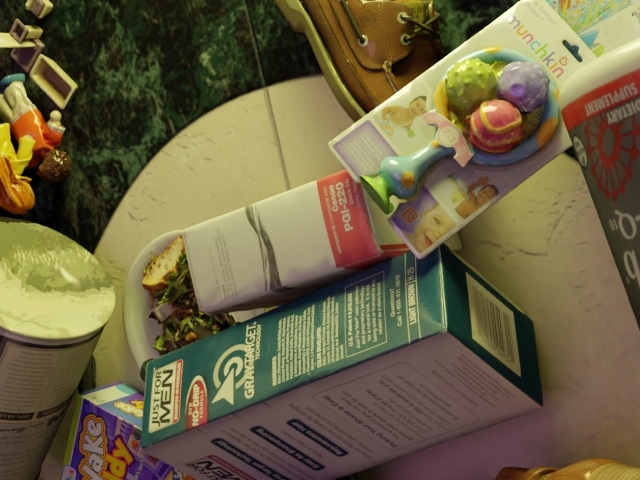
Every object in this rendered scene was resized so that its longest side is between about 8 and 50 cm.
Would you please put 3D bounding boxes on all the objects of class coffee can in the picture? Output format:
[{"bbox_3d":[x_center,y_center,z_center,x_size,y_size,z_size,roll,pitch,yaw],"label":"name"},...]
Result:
[{"bbox_3d":[-0.368,0.141,1.616,0.201,0.201,0.275,42,122,22],"label":"coffee can"}]

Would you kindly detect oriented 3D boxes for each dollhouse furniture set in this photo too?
[{"bbox_3d":[-0.324,-0.210,1.629,0.114,0.081,0.091,45,118,20],"label":"dollhouse furniture set"}]

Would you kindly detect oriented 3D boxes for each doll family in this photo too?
[{"bbox_3d":[-0.403,-0.063,1.677,0.263,0.118,0.163,-40,75,30],"label":"doll family"}]

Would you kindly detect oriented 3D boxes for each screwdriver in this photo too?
[{"bbox_3d":[-0.274,0.098,1.680,0.024,0.025,0.170,-3,86,34],"label":"screwdriver"}]

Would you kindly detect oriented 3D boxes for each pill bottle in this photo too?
[{"bbox_3d":[0.343,0.009,1.146,0.210,0.210,0.363,-23,84,33],"label":"pill bottle"}]

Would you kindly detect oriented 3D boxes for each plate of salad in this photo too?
[{"bbox_3d":[-0.145,0.088,1.572,0.200,0.048,0.200,4,98,32],"label":"plate of salad"}]

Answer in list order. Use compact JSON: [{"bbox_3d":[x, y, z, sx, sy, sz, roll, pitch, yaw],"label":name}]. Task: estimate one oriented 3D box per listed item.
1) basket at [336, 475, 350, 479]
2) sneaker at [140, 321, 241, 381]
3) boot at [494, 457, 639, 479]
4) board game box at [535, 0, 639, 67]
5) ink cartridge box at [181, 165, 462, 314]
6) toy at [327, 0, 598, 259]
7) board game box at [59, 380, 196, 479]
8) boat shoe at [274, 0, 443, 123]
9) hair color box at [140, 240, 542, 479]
[{"bbox_3d":[0.013,0.367,1.437,0.154,0.204,0.227,-28,89,1],"label":"basket"},{"bbox_3d":[-0.099,0.120,1.512,0.170,0.051,0.089,12,110,1],"label":"sneaker"},{"bbox_3d":[0.297,0.285,1.264,0.220,0.283,0.109,-9,50,60],"label":"boot"},{"bbox_3d":[0.277,-0.217,1.269,0.154,0.026,0.103,-44,72,29],"label":"board game box"},{"bbox_3d":[0.000,0.000,1.398,0.218,0.158,0.092,-21,80,33],"label":"ink cartridge box"},{"bbox_3d":[0.137,-0.109,1.256,0.237,0.056,0.137,-38,74,-2],"label":"toy"},{"bbox_3d":[-0.195,0.365,1.623,0.233,0.078,0.347,22,108,29],"label":"board game box"},{"bbox_3d":[0.059,-0.189,1.364,0.104,0.111,0.307,-47,71,29],"label":"boat shoe"},{"bbox_3d":[0.015,0.136,1.370,0.347,0.174,0.105,-24,48,28],"label":"hair color box"}]
